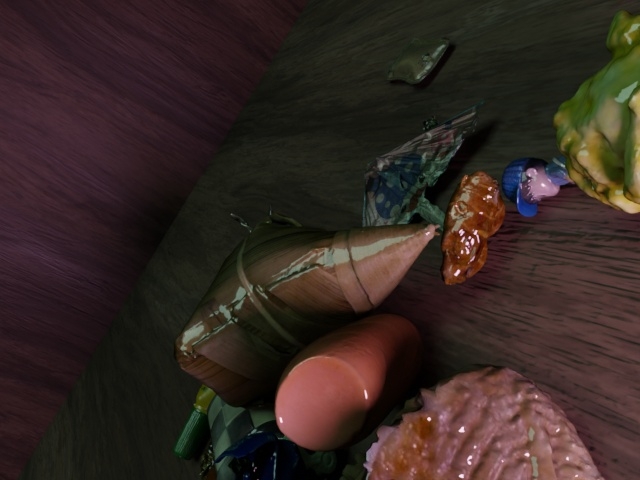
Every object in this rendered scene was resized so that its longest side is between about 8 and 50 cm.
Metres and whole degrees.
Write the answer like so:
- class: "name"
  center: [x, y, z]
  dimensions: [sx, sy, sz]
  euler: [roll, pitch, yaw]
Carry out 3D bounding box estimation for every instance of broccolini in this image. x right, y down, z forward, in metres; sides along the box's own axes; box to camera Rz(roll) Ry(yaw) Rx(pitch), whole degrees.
- class: "broccolini"
  center: [0.187, -0.138, 1.067]
  dimensions: [0.052, 0.054, 0.194]
  euler: [14, 74, 44]

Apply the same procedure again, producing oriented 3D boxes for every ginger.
- class: "ginger"
  center: [0.205, -0.012, 0.816]
  dimensions: [0.073, 0.103, 0.162]
  euler: [19, 86, 29]

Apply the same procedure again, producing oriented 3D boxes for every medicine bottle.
- class: "medicine bottle"
  center: [-0.234, 0.342, 1.246]
  dimensions: [0.095, 0.064, 0.260]
  euler: [4, 65, 62]

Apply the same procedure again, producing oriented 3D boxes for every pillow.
- class: "pillow"
  center: [0.219, -0.415, 1.340]
  dimensions: [0.130, 0.033, 0.217]
  euler: [-53, 25, 7]
- class: "pillow"
  center: [-0.128, 0.328, 1.016]
  dimensions: [0.186, 0.106, 0.250]
  euler: [-51, 29, 13]

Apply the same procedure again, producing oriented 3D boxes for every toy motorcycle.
- class: "toy motorcycle"
  center: [-0.062, 0.377, 0.726]
  dimensions: [0.125, 0.196, 0.331]
  euler: [-31, 34, 44]

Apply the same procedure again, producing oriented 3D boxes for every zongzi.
- class: "zongzi"
  center: [0.014, 0.016, 1.029]
  dimensions: [0.467, 0.218, 0.500]
  euler: [-31, 19, 22]

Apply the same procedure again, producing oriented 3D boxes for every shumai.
- class: "shumai"
  center: [0.110, 0.310, 0.595]
  dimensions: [0.346, 0.217, 0.283]
  euler: [-57, -11, -31]

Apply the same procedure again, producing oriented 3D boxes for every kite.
- class: "kite"
  center: [0.157, -0.081, 1.022]
  dimensions: [0.406, 0.014, 0.368]
  euler: [-59, 31, 12]

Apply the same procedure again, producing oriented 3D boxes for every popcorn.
- class: "popcorn"
  center: [0.352, -0.128, 0.575]
  dimensions: [0.255, 0.195, 0.256]
  euler: [-59, 5, -17]

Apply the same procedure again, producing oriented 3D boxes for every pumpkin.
- class: "pumpkin"
  center: [-0.203, 0.419, 1.109]
  dimensions: [0.083, 0.054, 0.074]
  euler: [-61, 20, 3]

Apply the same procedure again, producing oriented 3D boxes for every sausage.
- class: "sausage"
  center: [0.051, 0.161, 0.721]
  dimensions: [0.121, 0.121, 0.304]
  euler: [-50, -15, 16]

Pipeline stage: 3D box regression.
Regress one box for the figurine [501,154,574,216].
- class: "figurine"
  center: [0.301, -0.092, 0.760]
  dimensions: [0.136, 0.077, 0.079]
  euler: [-40, 69, 38]
